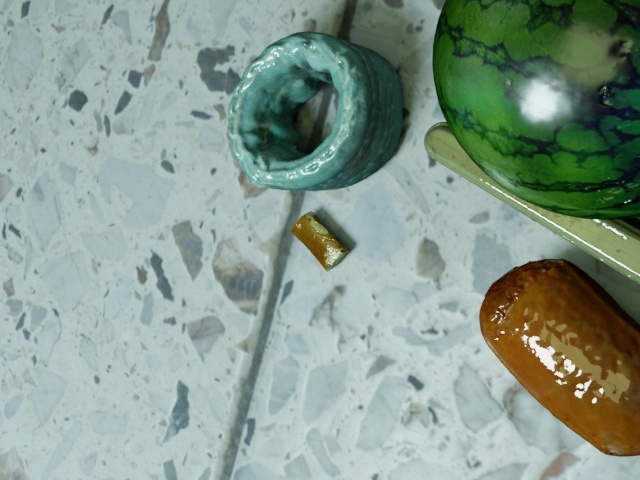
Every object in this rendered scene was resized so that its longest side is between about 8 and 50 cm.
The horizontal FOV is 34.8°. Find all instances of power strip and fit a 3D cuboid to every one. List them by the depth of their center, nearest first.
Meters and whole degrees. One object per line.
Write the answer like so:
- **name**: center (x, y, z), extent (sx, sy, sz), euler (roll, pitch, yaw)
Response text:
- **power strip**: center (0.296, -0.039, 1.215), extent (0.387, 0.092, 0.066), euler (35, 108, 23)

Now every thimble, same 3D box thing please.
- **thimble**: center (-0.011, -0.158, 1.349), extent (0.198, 0.143, 0.235), euler (48, 112, 20)

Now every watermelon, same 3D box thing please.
- **watermelon**: center (0.293, -0.186, 1.076), extent (0.363, 0.363, 0.363), euler (0, 90, 28)

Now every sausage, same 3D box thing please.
- **sausage**: center (0.305, 0.134, 1.176), extent (0.268, 0.153, 0.141), euler (44, 104, 19)

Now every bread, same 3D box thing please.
- **bread**: center (0.000, 0.000, 1.403), extent (0.083, 0.036, 0.047), euler (48, 123, 19)
